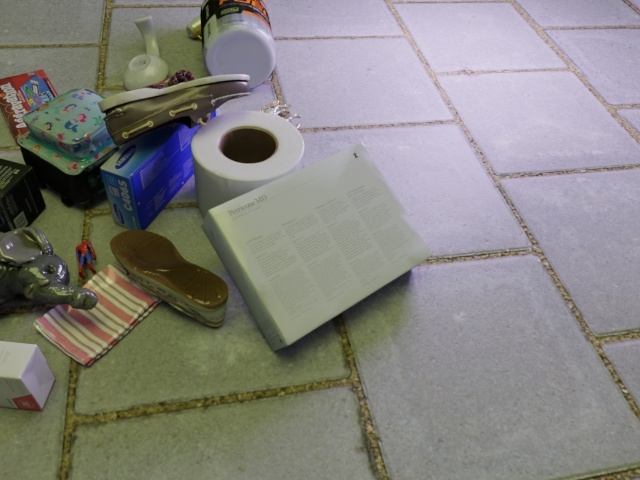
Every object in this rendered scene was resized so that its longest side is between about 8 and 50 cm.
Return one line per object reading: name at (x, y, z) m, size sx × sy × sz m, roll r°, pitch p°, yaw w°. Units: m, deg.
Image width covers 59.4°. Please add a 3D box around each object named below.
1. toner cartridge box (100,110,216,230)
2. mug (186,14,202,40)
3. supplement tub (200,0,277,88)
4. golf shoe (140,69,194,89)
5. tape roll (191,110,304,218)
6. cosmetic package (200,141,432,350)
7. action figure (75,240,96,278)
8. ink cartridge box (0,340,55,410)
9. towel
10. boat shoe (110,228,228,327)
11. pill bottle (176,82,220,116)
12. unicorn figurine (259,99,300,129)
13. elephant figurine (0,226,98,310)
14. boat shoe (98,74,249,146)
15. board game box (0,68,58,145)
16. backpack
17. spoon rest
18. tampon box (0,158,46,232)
toner cartridge box at (-0.353, -0.195, 1.285) m, size 0.075 × 0.165 × 0.348 m, roll 18°, pitch 48°, yaw 12°
mug at (-0.389, -0.677, 1.794) m, size 0.078 × 0.062 × 0.064 m, roll 33°, pitch 60°, yaw 31°
supplement tub at (-0.247, -0.616, 1.652) m, size 0.207 × 0.207 × 0.338 m, roll -5°, pitch 49°, yaw -11°
golf shoe at (-0.435, -0.404, 1.546) m, size 0.186 × 0.067 × 0.086 m, roll -31°, pitch 16°, yaw -18°
tape roll at (-0.161, -0.153, 1.263) m, size 0.246 × 0.169 × 0.246 m, roll 3°, pitch 47°, yaw -4°
cosmetic package at (0.000, 0.000, 1.116) m, size 0.377 × 0.097 × 0.284 m, roll -28°, pitch 85°, yaw -28°
action figure at (-0.479, 0.035, 1.146) m, size 0.038 × 0.030 × 0.115 m, roll -26°, pitch 43°, yaw -7°
ink cartridge box at (-0.558, 0.217, 0.918) m, size 0.198 × 0.115 × 0.067 m, roll 6°, pitch 48°, yaw 0°
towel at (-0.418, 0.133, 1.068) m, size 0.144 × 0.029 × 0.197 m, roll 29°, pitch 51°, yaw 18°
boat shoe at (-0.301, 0.074, 1.097) m, size 0.285 × 0.089 × 0.104 m, roll 32°, pitch 46°, yaw 23°
pill bottle at (-0.332, -0.355, 1.491) m, size 0.078 × 0.078 × 0.137 m, roll -33°, pitch 58°, yaw -31°
unicorn figurine at (-0.112, -0.320, 1.505) m, size 0.111 × 0.060 × 0.162 m, roll -22°, pitch 38°, yaw -24°
elephant figurine at (-0.548, 0.064, 1.046) m, size 0.239 × 0.169 × 0.186 m, roll -10°, pitch 82°, yaw -19°
boat shoe at (-0.294, -0.283, 1.194) m, size 0.324 × 0.096 × 0.116 m, roll -20°, pitch 10°, yaw -25°
board game box at (-0.764, -0.358, 1.482) m, size 0.145 × 0.027 × 0.281 m, roll -24°, pitch 55°, yaw -24°
backpack at (-0.532, -0.232, 1.294) m, size 0.225 × 0.191 × 0.253 m, roll 29°, pitch 46°, yaw 20°
spoon rest at (-0.505, -0.531, 1.637) m, size 0.137 × 0.084 × 0.276 m, roll -11°, pitch 59°, yaw 6°
tampon box at (-0.696, -0.101, 1.189) m, size 0.161 × 0.120 × 0.101 m, roll 15°, pitch 47°, yaw 7°
